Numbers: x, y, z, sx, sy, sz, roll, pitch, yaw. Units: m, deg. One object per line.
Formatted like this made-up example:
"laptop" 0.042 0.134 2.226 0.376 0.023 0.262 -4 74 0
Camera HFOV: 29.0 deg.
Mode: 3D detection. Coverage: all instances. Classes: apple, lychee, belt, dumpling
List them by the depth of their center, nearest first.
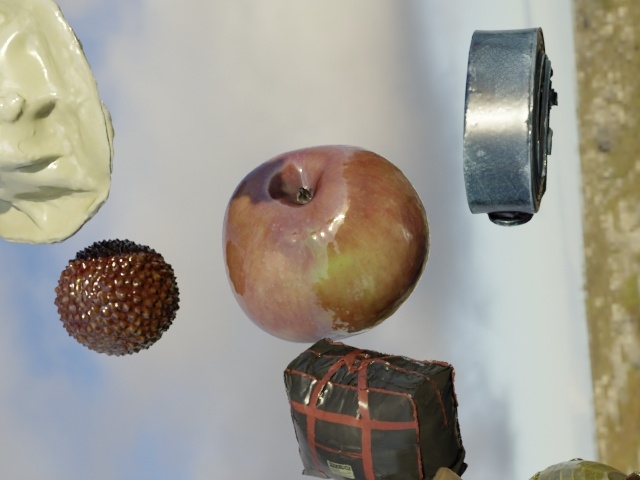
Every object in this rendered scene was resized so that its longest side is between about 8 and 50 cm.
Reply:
"belt" 0.184 -0.112 1.196 0.141 0.082 0.190 46 -134 -67
"dumpling" -0.386 -0.176 1.690 0.233 0.315 0.395 -26 -59 -51
"apple" 0.000 0.000 1.724 0.235 0.305 0.306 59 -154 -44
"lychee" -0.304 0.081 1.836 0.188 0.188 0.188 -5 -90 -79

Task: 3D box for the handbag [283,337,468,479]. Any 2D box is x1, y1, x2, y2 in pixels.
"handbag" 0.065 0.216 1.511 0.155 0.215 0.169 -33 -59 -47

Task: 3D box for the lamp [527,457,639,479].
"lamp" 0.406 0.432 1.864 0.284 0.250 0.250 -61 6 27

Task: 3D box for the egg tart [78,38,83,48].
"egg tart" -0.520 -0.219 2.042 0.132 0.345 0.345 50 172 29

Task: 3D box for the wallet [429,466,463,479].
"wallet" 0.143 0.302 1.281 0.118 0.039 0.152 42 -152 5
